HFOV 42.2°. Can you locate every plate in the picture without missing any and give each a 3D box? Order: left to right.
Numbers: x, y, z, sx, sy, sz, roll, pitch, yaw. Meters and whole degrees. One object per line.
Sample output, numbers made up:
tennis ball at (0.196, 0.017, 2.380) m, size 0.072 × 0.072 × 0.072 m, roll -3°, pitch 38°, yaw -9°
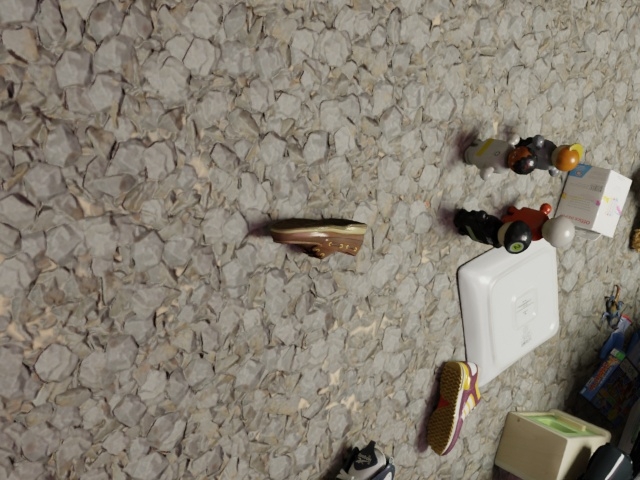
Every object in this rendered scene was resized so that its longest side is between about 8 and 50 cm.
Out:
plate at (0.390, 0.127, 1.638) m, size 0.277 × 0.045 × 0.278 m, roll -27°, pitch 120°, yaw -32°

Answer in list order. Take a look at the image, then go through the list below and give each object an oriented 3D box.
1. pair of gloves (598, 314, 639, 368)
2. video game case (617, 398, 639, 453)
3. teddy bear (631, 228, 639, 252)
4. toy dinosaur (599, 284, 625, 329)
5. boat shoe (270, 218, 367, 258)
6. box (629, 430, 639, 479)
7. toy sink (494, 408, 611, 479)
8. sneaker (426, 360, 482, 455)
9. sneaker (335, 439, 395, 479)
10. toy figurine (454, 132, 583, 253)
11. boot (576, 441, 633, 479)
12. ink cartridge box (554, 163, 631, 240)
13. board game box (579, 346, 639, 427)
pair of gloves at (0.730, 0.270, 1.984) m, size 0.198 × 0.023 × 0.159 m, roll 28°, pitch 85°, yaw -41°
video game case at (0.825, 0.475, 2.129) m, size 0.143 × 0.019 × 0.157 m, roll 21°, pitch 89°, yaw -42°
teddy bear at (0.823, -0.014, 1.850) m, size 0.338 × 0.245 × 0.113 m, roll 92°, pitch 15°, yaw -47°
toy dinosaur at (0.676, 0.163, 1.896) m, size 0.090 × 0.047 × 0.082 m, roll -53°, pitch 149°, yaw -28°
boat shoe at (0.000, 0.000, 1.256) m, size 0.178 × 0.064 × 0.060 m, roll -1°, pitch 102°, yaw -43°
box at (0.895, 0.430, 1.771) m, size 0.480 × 0.297 × 0.472 m, roll -22°, pitch 142°, yaw -57°
toy sink at (0.514, 0.444, 1.769) m, size 0.234 × 0.153 × 0.131 m, roll 11°, pitch 96°, yaw -41°
sneaker at (0.263, 0.321, 1.574) m, size 0.084 × 0.069 × 0.185 m, roll 9°, pitch 98°, yaw -36°
sneaker at (0.049, 0.414, 1.406) m, size 0.235 × 0.094 × 0.153 m, roll 11°, pitch 95°, yaw -42°
toy figurine at (0.361, -0.085, 1.478) m, size 0.213 × 0.148 × 0.209 m, roll -3°, pitch 105°, yaw -39°
boot at (0.510, 0.474, 1.607) m, size 0.207 × 0.094 × 0.246 m, roll -50°, pitch 135°, yaw -13°
ink cartridge box at (0.548, -0.073, 1.678) m, size 0.090 × 0.092 × 0.143 m, roll 14°, pitch 95°, yaw -43°
board game box at (0.692, 0.347, 1.941) m, size 0.136 × 0.035 × 0.201 m, roll -51°, pitch 134°, yaw -2°
